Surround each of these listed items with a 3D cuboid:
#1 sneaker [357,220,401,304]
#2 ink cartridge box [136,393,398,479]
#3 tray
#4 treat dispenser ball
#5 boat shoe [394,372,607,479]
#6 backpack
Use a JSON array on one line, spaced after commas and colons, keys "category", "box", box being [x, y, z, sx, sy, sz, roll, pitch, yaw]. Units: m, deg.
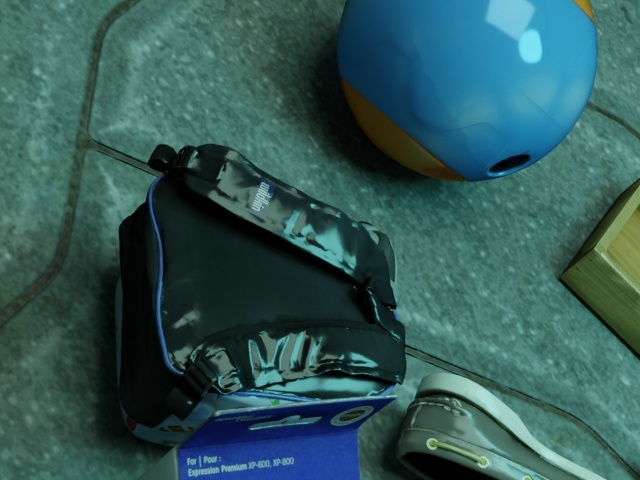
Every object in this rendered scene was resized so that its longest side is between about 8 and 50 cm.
[{"category": "sneaker", "box": [0.000, 0.000, 2.073, 0.229, 0.086, 0.132, 49, 37, -11]}, {"category": "ink cartridge box", "box": [-0.097, 0.232, 1.600, 0.176, 0.371, 0.069, -2, 60, -38]}, {"category": "tray", "box": [0.483, 0.120, 2.356, 0.411, 0.076, 0.203, 45, 42, -2]}, {"category": "treat dispenser ball", "box": [0.161, -0.208, 2.195, 0.288, 0.288, 0.288, 21, 48, -25]}, {"category": "boat shoe", "box": [0.215, 0.263, 2.012, 0.324, 0.116, 0.097, 38, 58, -13]}, {"category": "backpack", "box": [-0.060, 0.081, 1.863, 0.263, 0.213, 0.276, 10, 59, -22]}]
